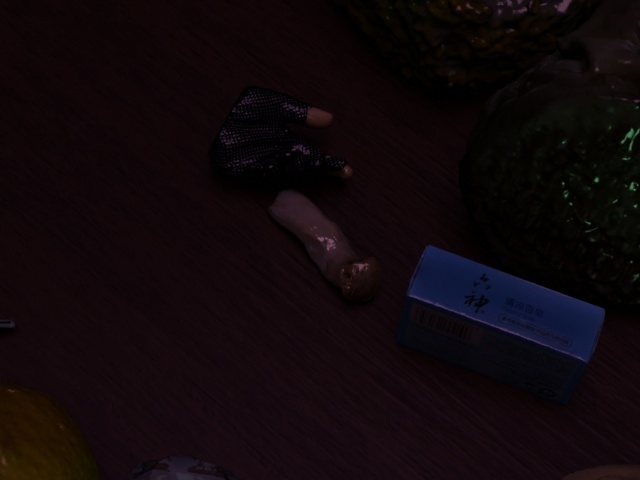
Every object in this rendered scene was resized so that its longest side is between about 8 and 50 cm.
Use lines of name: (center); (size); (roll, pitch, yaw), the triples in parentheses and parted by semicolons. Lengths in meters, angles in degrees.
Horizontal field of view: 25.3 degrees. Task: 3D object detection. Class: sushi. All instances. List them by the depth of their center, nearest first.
sushi: (0.206, -0.401, 1.961); (0.351, 0.240, 0.396); (-33, 65, -17)

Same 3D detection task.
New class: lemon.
lemon: (-0.367, 0.303, 1.546); (0.268, 0.268, 0.322); (-1, 86, -3)

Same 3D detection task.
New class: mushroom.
mushroom: (0.002, -0.002, 1.845); (0.059, 0.054, 0.202); (-30, 61, -24)

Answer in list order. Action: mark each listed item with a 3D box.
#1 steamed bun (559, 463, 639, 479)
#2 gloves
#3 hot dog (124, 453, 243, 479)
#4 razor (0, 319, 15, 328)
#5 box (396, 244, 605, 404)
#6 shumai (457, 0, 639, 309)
steamed bun: (0.283, 0.411, 1.543); (0.372, 0.230, 0.325); (-20, 62, -11)
gloves: (-0.045, -0.116, 1.884); (0.180, 0.106, 0.129); (30, 42, -8)
hot dog: (-0.161, 0.367, 1.624); (0.162, 0.082, 0.270); (9, 54, -8)
razor: (-0.407, 0.195, 1.731); (0.084, 0.036, 0.211); (0, 65, -25)
box: (0.217, 0.106, 1.744); (0.232, 0.142, 0.083); (19, 62, 8)
shumai: (0.386, -0.133, 1.814); (0.395, 0.395, 0.348); (14, 42, 4)
